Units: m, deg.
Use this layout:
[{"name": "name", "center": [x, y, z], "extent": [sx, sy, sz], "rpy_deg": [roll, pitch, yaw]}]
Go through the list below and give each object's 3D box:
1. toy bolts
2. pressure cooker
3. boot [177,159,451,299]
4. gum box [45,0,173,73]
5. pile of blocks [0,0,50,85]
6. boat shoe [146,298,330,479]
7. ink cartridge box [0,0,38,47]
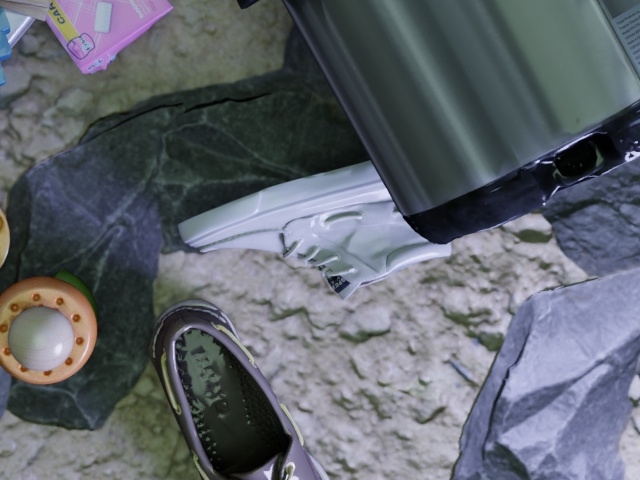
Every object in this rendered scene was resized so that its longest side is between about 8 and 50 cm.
[{"name": "toy bolts", "center": [-0.347, 0.078, 1.621], "extent": [0.228, 0.158, 0.218], "rpy_deg": [-38, 98, -1]}, {"name": "pressure cooker", "center": [0.152, -0.254, 1.524], "extent": [0.375, 0.370, 0.420], "rpy_deg": [-27, 96, 27]}, {"name": "boot", "center": [0.000, 0.000, 1.677], "extent": [0.258, 0.095, 0.123], "rpy_deg": [-16, 90, -5]}, {"name": "gum box", "center": [-0.230, -0.260, 1.648], "extent": [0.107, 0.062, 0.188], "rpy_deg": [-35, 97, 0]}, {"name": "pile of blocks", "center": [-0.308, -0.203, 1.486], "extent": [0.149, 0.112, 0.362], "rpy_deg": [14, 89, -10]}, {"name": "boat shoe", "center": [-0.068, 0.210, 1.691], "extent": [0.116, 0.097, 0.324], "rpy_deg": [-26, 97, -3]}, {"name": "ink cartridge box", "center": [-0.425, -0.203, 1.557], "extent": [0.261, 0.066, 0.296], "rpy_deg": [39, 84, -7]}]
